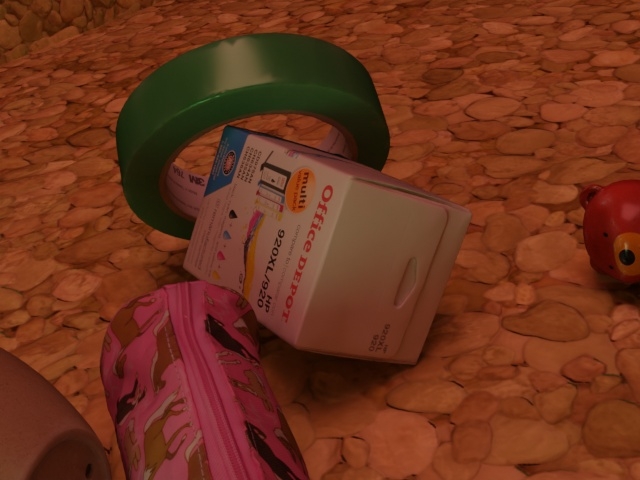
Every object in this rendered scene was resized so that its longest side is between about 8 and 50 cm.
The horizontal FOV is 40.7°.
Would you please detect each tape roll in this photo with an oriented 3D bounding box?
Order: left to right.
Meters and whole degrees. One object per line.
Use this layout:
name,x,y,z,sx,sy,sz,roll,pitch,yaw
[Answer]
tape roll,-0.079,-0.110,1.038,0.321,0.321,0.077,-12,61,-3

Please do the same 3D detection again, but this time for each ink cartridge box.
ink cartridge box,0.000,0.000,0.893,0.168,0.171,0.232,12,10,-39

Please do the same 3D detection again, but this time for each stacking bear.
stacking bear,0.412,-0.015,0.872,0.289,0.175,0.164,-3,30,29

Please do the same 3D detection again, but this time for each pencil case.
pencil case,-0.078,0.173,0.651,0.167,0.160,0.386,-50,28,7

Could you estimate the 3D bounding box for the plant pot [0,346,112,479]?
plant pot,-0.256,0.186,0.585,0.191,0.284,0.284,1,30,14
